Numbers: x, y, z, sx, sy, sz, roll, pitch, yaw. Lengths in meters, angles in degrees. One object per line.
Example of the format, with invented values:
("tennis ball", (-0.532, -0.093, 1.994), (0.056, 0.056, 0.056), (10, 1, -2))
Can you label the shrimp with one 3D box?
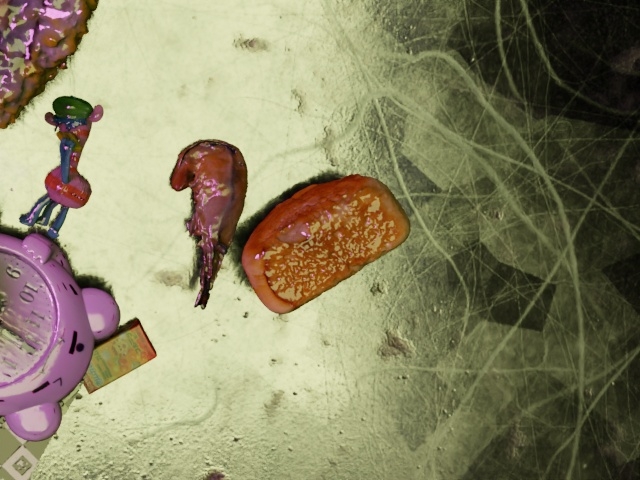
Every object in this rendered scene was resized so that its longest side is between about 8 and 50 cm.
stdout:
("shrimp", (-0.184, -0.027, 1.837), (0.117, 0.066, 0.262), (15, 78, 1))

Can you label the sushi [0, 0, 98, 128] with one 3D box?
("sushi", (-0.513, -0.338, 1.611), (0.396, 0.240, 0.351), (35, 100, -21))

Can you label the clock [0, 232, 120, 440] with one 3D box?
("clock", (-0.477, 0.120, 1.734), (0.322, 0.113, 0.296), (31, 76, -8))

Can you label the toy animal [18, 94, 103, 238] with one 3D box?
("toy animal", (-0.380, -0.108, 1.765), (0.100, 0.103, 0.208), (19, 95, -5))

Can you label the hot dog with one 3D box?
("hot dog", (0.000, 0.000, 1.833), (0.256, 0.153, 0.150), (-32, 106, -5))

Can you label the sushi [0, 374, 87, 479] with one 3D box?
("sushi", (-0.519, 0.219, 1.790), (0.279, 0.043, 0.193), (31, 76, -7))

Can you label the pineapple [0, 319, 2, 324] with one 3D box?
("pineapple", (-0.524, 0.044, 1.625), (0.119, 0.111, 0.237), (-31, 96, 14))

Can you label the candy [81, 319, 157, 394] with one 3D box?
("candy", (-0.317, 0.179, 1.840), (0.122, 0.038, 0.062), (-29, 101, -8))
